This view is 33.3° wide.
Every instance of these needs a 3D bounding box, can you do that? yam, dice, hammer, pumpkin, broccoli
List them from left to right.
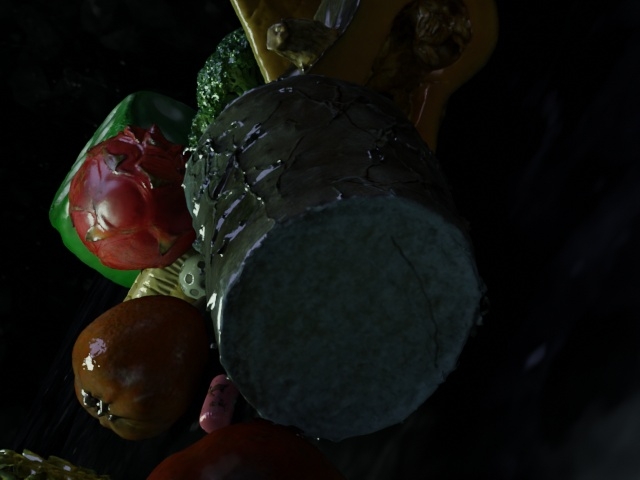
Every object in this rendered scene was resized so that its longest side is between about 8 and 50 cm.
[{"bbox_3d":[-0.328,-0.094,2.078,0.287,0.300,0.297,-50,17,26],"label":"dice"},{"bbox_3d":[-0.121,0.200,1.305,0.043,0.043,0.083,-50,14,31],"label":"hammer"},{"bbox_3d":[-0.089,-0.229,1.728,0.261,0.269,0.242,-53,51,24],"label":"broccoli"},{"bbox_3d":[0.000,0.000,0.924,0.241,0.241,0.348,-55,19,15],"label":"yam"},{"bbox_3d":[0.042,-0.178,1.149,0.317,0.221,0.139,-60,13,-5],"label":"pumpkin"}]

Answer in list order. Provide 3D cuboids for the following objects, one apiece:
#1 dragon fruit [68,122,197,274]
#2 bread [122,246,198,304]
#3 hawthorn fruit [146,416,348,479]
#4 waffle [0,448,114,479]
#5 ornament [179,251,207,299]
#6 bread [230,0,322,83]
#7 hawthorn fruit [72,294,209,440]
[{"bbox_3d":[-0.297,-0.068,1.770,0.252,0.241,0.241,-26,23,12],"label":"dragon fruit"},{"bbox_3d":[-0.287,0.103,1.921,0.236,0.106,0.140,-58,16,7],"label":"bread"},{"bbox_3d":[-0.060,0.230,0.778,0.185,0.185,0.202,-66,11,-24],"label":"hawthorn fruit"},{"bbox_3d":[-0.392,0.353,1.558,0.204,0.223,0.054,172,115,-75],"label":"waffle"},{"bbox_3d":[-0.187,0.036,1.800,0.074,0.081,0.156,-9,38,22],"label":"ornament"},{"bbox_3d":[-0.082,-0.273,1.480,0.245,0.361,0.233,-53,16,11],"label":"bread"},{"bbox_3d":[-0.241,0.158,1.539,0.251,0.199,0.199,-52,8,-35],"label":"hawthorn fruit"}]
